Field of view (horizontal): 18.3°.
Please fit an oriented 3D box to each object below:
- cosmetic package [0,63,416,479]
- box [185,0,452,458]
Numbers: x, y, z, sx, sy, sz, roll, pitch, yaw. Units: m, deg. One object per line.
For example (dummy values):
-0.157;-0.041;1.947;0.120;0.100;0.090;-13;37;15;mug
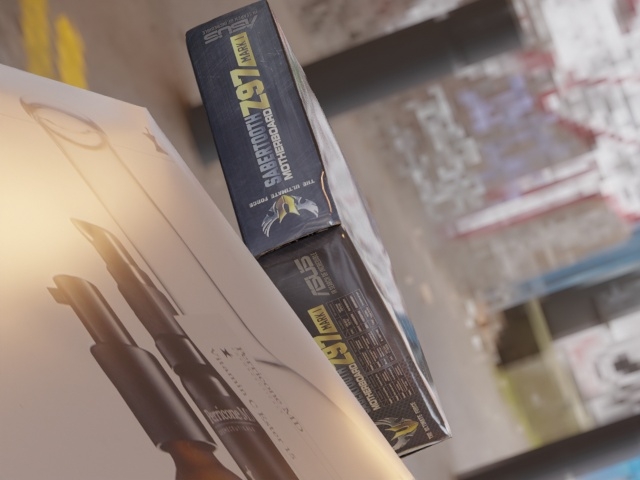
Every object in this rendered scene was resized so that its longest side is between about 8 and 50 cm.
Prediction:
-0.088;0.068;0.540;0.284;0.097;0.377;51;14;18;cosmetic package
0.000;0.000;1.172;0.233;0.059;0.183;61;8;-50;box
